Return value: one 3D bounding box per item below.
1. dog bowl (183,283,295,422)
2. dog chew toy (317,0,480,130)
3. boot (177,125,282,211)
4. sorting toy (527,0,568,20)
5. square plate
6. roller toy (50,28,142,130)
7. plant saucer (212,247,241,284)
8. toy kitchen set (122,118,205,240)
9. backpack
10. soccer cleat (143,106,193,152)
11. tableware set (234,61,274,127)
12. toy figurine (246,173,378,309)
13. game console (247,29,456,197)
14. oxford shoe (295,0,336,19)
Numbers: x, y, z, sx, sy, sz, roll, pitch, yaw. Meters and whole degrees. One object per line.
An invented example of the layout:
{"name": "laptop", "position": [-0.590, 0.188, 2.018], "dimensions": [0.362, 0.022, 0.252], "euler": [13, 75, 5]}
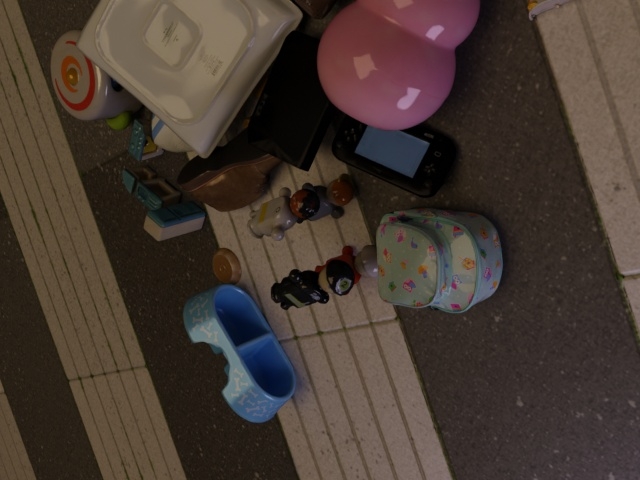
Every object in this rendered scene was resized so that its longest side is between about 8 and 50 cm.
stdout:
{"name": "dog bowl", "position": [-0.156, 0.217, 1.536], "dimensions": [0.074, 0.166, 0.297], "euler": [-37, 79, 29]}
{"name": "dog chew toy", "position": [0.131, -0.329, 1.096], "dimensions": [0.207, 0.207, 0.331], "euler": [37, 114, 25]}
{"name": "boot", "position": [-0.124, -0.144, 1.447], "dimensions": [0.305, 0.112, 0.115], "euler": [-20, 129, 32]}
{"name": "sorting toy", "position": [0.312, -0.355, 1.042], "dimensions": [0.083, 0.045, 0.075], "euler": [-15, 75, 41]}
{"name": "square plate", "position": [-0.256, -0.376, 1.373], "dimensions": [0.344, 0.049, 0.347], "euler": [42, 118, 4]}
{"name": "roller toy", "position": [-0.474, -0.354, 1.617], "dimensions": [0.209, 0.146, 0.191], "euler": [47, 128, 19]}
{"name": "plant saucer", "position": [-0.203, 0.057, 1.613], "dimensions": [0.084, 0.015, 0.083], "euler": [13, 112, 36]}
{"name": "toy kitchen set", "position": [-0.340, -0.132, 1.593], "dimensions": [0.207, 0.122, 0.166], "euler": [38, 125, 24]}
{"name": "backpack", "position": [0.183, 0.032, 1.201], "dimensions": [0.189, 0.144, 0.165], "euler": [5, 102, 36]}
{"name": "soccer cleat", "position": [-0.255, -0.331, 1.484], "dimensions": [0.143, 0.116, 0.331], "euler": [14, 112, 13]}
{"name": "tableware set", "position": [-0.132, -0.288, 1.439], "dimensions": [0.104, 0.024, 0.154], "euler": [24, 117, 28]}
{"name": "toy figurine", "position": [0.000, 0.000, 1.299], "dimensions": [0.148, 0.213, 0.209], "euler": [-20, 88, 33]}
{"name": "game console", "position": [0.056, -0.194, 1.261], "dimensions": [0.362, 0.044, 0.213], "euler": [27, 99, 21]}
{"name": "oxford shoe", "position": [-0.092, -0.510, 1.268], "dimensions": [0.363, 0.130, 0.132], "euler": [53, 148, 25]}
